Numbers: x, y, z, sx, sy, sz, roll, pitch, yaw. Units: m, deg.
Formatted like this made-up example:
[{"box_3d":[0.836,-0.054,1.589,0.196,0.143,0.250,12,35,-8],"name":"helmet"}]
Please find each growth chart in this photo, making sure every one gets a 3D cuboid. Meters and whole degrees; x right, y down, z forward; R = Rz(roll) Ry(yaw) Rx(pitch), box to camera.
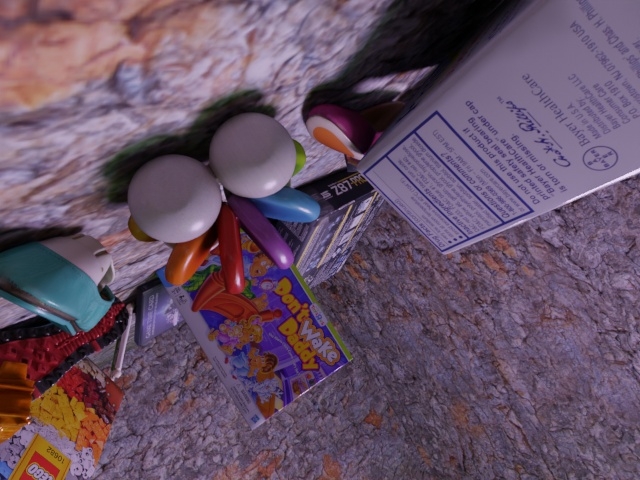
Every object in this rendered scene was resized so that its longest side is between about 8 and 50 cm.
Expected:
[{"box_3d":[-0.452,0.231,0.954,0.021,0.172,0.237,12,158,-25],"name":"growth chart"}]

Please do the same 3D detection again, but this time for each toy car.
[{"box_3d":[-0.081,-0.023,0.407,0.182,0.136,0.159,-32,177,-10],"name":"toy car"}]

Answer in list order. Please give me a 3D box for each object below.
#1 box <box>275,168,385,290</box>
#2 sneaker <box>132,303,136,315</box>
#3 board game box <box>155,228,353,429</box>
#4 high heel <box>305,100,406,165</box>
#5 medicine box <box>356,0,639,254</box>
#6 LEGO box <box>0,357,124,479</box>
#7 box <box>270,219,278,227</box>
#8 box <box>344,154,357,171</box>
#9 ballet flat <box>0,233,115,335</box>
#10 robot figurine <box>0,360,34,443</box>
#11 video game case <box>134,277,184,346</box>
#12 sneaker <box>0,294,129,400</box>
[{"box_3d":[0.000,0.000,1.055,0.318,0.097,0.395,-32,159,-42],"name":"box"},{"box_3d":[-0.393,0.163,1.063,0.106,0.078,0.234,-45,173,-9],"name":"sneaker"},{"box_3d":[-0.129,0.151,0.840,0.233,0.347,0.078,-32,177,-14],"name":"board game box"},{"box_3d":[0.060,-0.158,0.529,0.117,0.082,0.244,-64,157,8],"name":"high heel"},{"box_3d":[0.216,-0.161,0.419,0.263,0.149,0.289,-52,-170,-33],"name":"medicine box"},{"box_3d":[-0.647,0.451,0.721,0.500,0.193,0.372,-32,-158,2],"name":"LEGO box"},{"box_3d":[-0.147,-0.013,1.088,0.116,0.029,0.162,-30,176,-29],"name":"box"},{"box_3d":[0.178,-0.166,0.720,0.233,0.044,0.159,4,-154,45],"name":"box"},{"box_3d":[-0.249,0.037,0.414,0.087,0.083,0.247,-58,-170,-26],"name":"ballet flat"},{"box_3d":[-0.450,0.207,0.432,0.291,0.085,0.211,-30,143,19],"name":"robot figurine"},{"box_3d":[-0.300,0.118,0.980,0.274,0.026,0.196,-28,152,-44],"name":"video game case"},{"box_3d":[-0.418,0.177,0.624,0.125,0.104,0.262,-31,178,31],"name":"sneaker"}]
